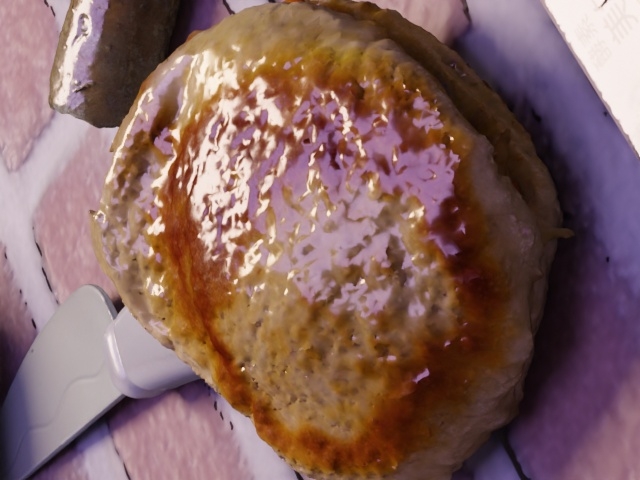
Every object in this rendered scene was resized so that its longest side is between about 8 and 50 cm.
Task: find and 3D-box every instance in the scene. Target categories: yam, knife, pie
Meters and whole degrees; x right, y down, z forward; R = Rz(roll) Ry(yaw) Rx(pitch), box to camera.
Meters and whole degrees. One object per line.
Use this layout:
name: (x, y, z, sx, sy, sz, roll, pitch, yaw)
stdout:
yam: (-0.093, -0.122, 0.951, 0.054, 0.054, 0.132, 35, 115, 47)
knife: (-0.108, 0.058, 0.984, 0.331, 0.044, 0.080, -32, 68, 51)
pie: (0.000, 0.000, 0.781, 0.205, 0.084, 0.179, 41, 113, 26)

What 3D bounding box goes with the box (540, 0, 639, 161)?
box: (0.141, -0.027, 0.655, 0.055, 0.039, 0.218, -51, 51, 37)
